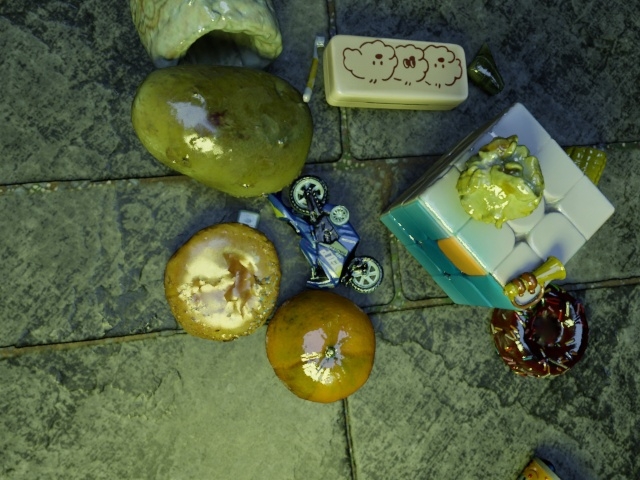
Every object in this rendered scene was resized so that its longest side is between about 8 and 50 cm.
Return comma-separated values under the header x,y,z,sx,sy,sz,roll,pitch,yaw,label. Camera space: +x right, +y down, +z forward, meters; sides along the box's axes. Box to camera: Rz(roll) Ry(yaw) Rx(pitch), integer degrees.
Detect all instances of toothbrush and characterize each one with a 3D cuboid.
x,y,z,sx,sy,sz,roll,pitch,yaw,label
-0.012,-0.385,1.028,0.024,0.021,0.288,1,47,6,toothbrush

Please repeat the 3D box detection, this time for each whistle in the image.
x,y,z,sx,sy,sz,roll,pitch,yaw,label
0.371,0.077,0.820,0.109,0.057,0.046,-30,44,-2,whistle

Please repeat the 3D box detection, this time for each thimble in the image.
x,y,z,sx,sy,sz,roll,pitch,yaw,label
-0.227,-0.448,0.954,0.291,0.291,0.195,-21,86,-9,thimble

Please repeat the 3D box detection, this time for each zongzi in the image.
x,y,z,sx,sy,sz,roll,pitch,yaw,label
0.426,-0.428,1.163,0.104,0.052,0.113,38,68,-10,zongzi

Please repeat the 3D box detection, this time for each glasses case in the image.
x,y,z,sx,sy,sz,roll,pitch,yaw,label
0.176,-0.384,1.082,0.336,0.076,0.144,-4,87,-17,glasses case

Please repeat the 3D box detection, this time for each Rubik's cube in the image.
x,y,z,sx,sy,sz,roll,pitch,yaw,label
0.348,-0.055,0.989,0.291,0.291,0.290,-42,91,-9,Rubik's cube

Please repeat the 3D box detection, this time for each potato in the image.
x,y,z,sx,sy,sz,roll,pitch,yaw,label
-0.192,-0.217,0.948,0.359,0.219,0.270,-3,88,-31,potato

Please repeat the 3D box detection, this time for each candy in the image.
x,y,z,sx,sy,sz,roll,pitch,yaw,label
0.613,-0.129,1.135,0.106,0.094,0.199,21,88,-11,candy

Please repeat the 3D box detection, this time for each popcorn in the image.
x,y,z,sx,sy,sz,roll,pitch,yaw,label
0.302,-0.092,0.784,0.141,0.162,0.135,-43,128,12,popcorn

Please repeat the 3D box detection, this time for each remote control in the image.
x,y,z,sx,sy,sz,roll,pitch,yaw,label
-0.172,-0.007,1.055,0.053,0.018,0.125,11,83,-5,remote control

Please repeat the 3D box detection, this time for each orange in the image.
x,y,z,sx,sy,sz,roll,pitch,yaw,label
0.002,0.220,0.979,0.240,0.171,0.240,1,84,-6,orange

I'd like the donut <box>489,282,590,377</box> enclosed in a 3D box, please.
x,y,z,sx,sy,sz,roll,pitch,yaw,label
0.521,0.209,1.091,0.235,0.089,0.235,1,83,-9,donut

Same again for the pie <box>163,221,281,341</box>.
x,y,z,sx,sy,sz,roll,pitch,yaw,label
-0.206,0.091,1.007,0.273,0.069,0.274,-1,99,-9,pie

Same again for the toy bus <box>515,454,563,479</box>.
x,y,z,sx,sy,sz,roll,pitch,yaw,label
0.526,0.602,1.038,0.136,0.126,0.209,-42,91,-1,toy bus

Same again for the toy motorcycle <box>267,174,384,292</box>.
x,y,z,sx,sy,sz,roll,pitch,yaw,label
0.000,0.000,1.034,0.168,0.113,0.315,-34,81,0,toy motorcycle
